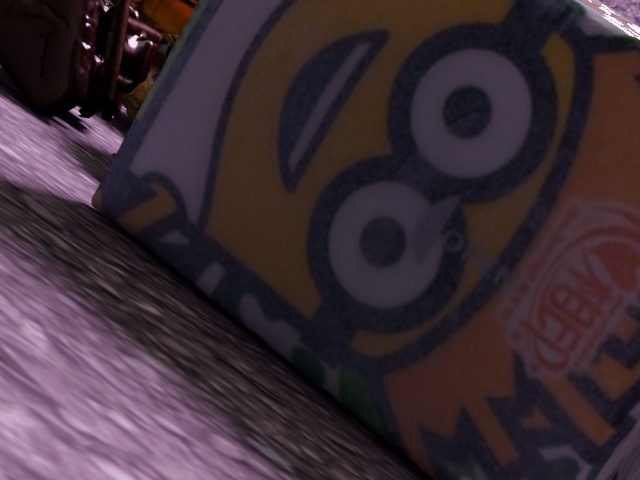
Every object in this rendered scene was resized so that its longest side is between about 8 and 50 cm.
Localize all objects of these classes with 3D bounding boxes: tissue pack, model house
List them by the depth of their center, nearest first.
[{"bbox_3d":[0.065,-0.029,0.698,0.311,0.228,0.128,38,15,27],"label":"tissue pack"},{"bbox_3d":[-0.168,-0.187,1.042,0.141,0.203,0.164,13,2,31],"label":"model house"}]

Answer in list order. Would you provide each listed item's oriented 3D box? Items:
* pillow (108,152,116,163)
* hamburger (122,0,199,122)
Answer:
[{"bbox_3d":[-0.034,0.010,0.867,0.232,0.038,0.130,40,14,36],"label":"pillow"},{"bbox_3d":[-0.104,-0.140,1.324,0.261,0.139,0.243,27,8,-46],"label":"hamburger"}]
